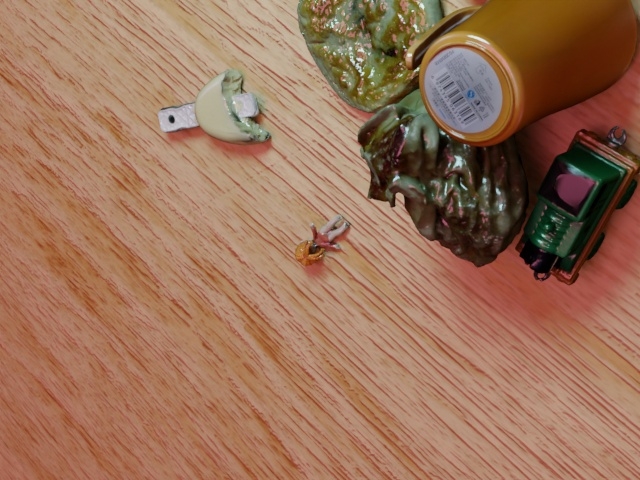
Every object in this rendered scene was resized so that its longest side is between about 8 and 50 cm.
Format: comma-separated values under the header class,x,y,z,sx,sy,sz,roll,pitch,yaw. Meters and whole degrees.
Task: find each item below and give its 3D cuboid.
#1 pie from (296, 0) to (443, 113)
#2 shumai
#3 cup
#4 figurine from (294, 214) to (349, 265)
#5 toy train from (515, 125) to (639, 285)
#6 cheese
class,x,y,z,sx,sy,sz,roll,pitch,yaw
pie,0.069,-0.298,1.295,0.241,0.054,0.240,11,109,34
shumai,0.140,-0.092,1.152,0.189,0.218,0.255,-42,48,50
cup,0.221,-0.223,1.066,0.226,0.264,0.182,20,129,35
figurine,0.000,0.000,1.437,0.064,0.047,0.109,43,122,-7
toy train,0.309,-0.038,1.120,0.091,0.136,0.227,37,120,25
cheese,-0.190,-0.213,1.525,0.235,0.050,0.127,-4,102,40
